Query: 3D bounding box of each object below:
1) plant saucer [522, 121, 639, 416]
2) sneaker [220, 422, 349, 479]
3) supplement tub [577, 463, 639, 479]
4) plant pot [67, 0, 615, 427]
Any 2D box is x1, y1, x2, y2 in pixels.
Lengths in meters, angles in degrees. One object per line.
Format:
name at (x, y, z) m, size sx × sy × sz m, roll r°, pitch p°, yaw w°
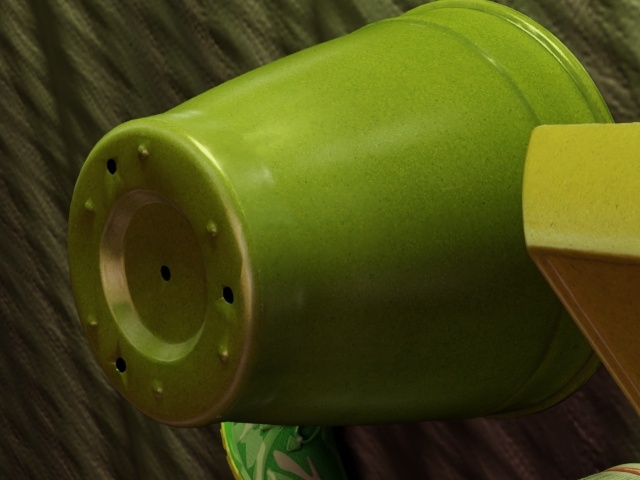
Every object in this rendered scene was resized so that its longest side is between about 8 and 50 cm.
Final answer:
plant saucer at (0.277, 0.075, 1.274) m, size 0.332 × 0.081 × 0.333 m, roll 55°, pitch 164°, yaw -15°
sneaker at (-0.035, 0.134, 1.801) m, size 0.123 × 0.109 × 0.295 m, roll -28°, pitch 77°, yaw 52°
supplement tub at (0.185, 0.289, 1.461) m, size 0.191 × 0.272 × 0.191 m, roll 15°, pitch 110°, yaw 46°
plant pot at (0.000, 0.000, 1.544) m, size 0.366 × 0.353 × 0.366 m, roll 14°, pitch 109°, yaw 47°
